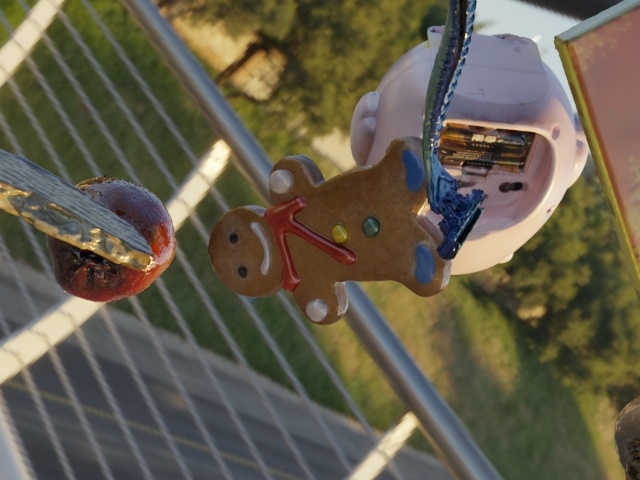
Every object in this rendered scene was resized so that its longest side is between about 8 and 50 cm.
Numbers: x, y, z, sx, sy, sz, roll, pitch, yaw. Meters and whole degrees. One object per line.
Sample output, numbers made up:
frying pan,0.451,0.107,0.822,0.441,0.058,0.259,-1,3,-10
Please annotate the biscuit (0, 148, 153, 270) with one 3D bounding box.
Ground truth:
biscuit,-0.268,-0.035,1.060,0.228,0.031,0.176,34,10,15

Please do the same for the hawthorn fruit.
hawthorn fruit,-0.267,-0.004,1.414,0.169,0.169,0.188,48,15,-4

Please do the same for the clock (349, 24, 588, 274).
clock,0.222,-0.108,1.698,0.368,0.376,0.250,6,39,-5

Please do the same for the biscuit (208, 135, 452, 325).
biscuit,-0.002,0.000,1.262,0.049,0.324,0.205,-18,100,-57

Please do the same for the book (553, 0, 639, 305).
book,0.321,-0.023,0.717,0.374,0.262,0.028,65,-7,-25

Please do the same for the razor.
razor,0.119,-0.136,0.981,0.093,0.056,0.324,-54,150,-45

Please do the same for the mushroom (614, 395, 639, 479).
mushroom,0.514,0.320,1.541,0.226,0.178,0.226,39,-31,29
